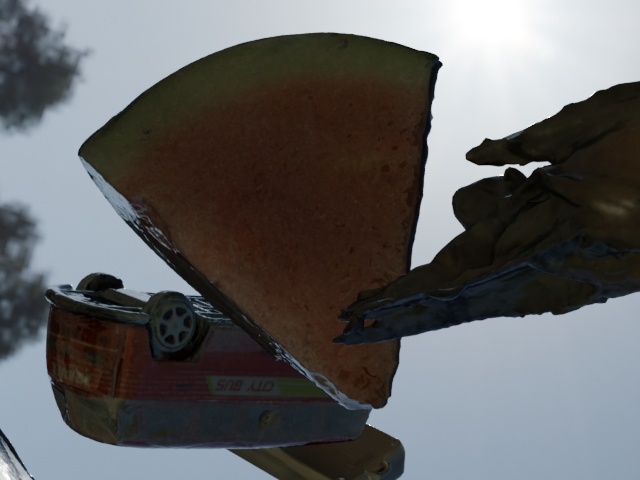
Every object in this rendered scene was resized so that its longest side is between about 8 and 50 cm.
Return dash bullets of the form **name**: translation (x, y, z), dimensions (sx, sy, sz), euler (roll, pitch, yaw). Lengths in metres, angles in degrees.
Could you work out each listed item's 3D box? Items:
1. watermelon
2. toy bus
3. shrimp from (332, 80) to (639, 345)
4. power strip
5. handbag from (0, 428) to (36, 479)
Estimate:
- **watermelon**: translation (-0.003, -0.015, 0.956), dimensions (0.207, 0.202, 0.136), euler (-29, -176, 16)
- **toy bus**: translation (-0.078, 0.090, 1.287), dimensions (0.121, 0.265, 0.119), euler (16, -81, 50)
- **shrimp**: translation (0.203, 0.043, 0.621), dimensions (0.445, 0.085, 0.272), euler (-3, -101, 27)
- **power strip**: translation (-0.021, 0.158, 1.428), dimensions (0.192, 0.081, 0.035), euler (24, -52, 35)
- **handbag**: translation (-0.252, 0.254, 1.481), dimensions (0.062, 0.179, 0.229), euler (-38, -160, 1)
